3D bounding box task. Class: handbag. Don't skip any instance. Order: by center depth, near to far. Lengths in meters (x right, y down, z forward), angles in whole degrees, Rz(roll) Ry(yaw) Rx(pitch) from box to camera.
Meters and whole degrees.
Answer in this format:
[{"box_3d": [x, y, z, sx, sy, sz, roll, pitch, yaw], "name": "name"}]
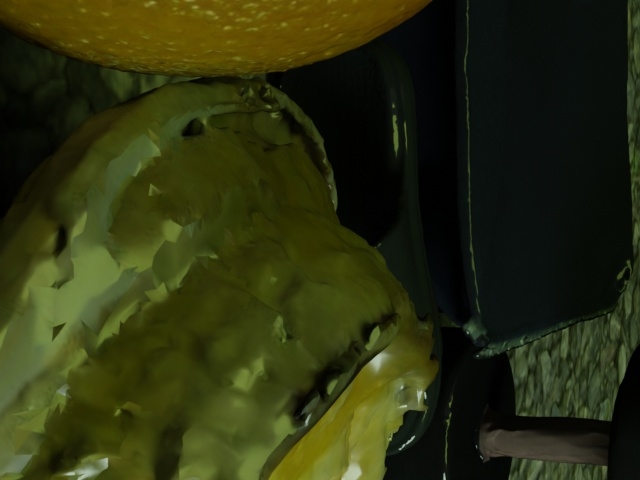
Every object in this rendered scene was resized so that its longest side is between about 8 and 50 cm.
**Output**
[{"box_3d": [0.114, -0.102, 1.024, 0.303, 0.122, 0.329, -8, 100, -60], "name": "handbag"}]

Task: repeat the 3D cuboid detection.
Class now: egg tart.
[{"box_3d": [-0.055, 0.100, 0.631, 0.345, 0.132, 0.345, -52, 157, -34], "name": "egg tart"}]

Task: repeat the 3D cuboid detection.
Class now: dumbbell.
[{"box_3d": [0.164, 0.138, 1.041, 0.152, 0.218, 0.152, 2, 90, -64], "name": "dumbbell"}]

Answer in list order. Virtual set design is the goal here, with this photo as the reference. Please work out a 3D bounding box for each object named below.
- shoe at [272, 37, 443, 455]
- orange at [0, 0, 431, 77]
[{"box_3d": [0.000, 0.000, 0.835, 0.093, 0.108, 0.241, 7, 79, -62], "name": "shoe"}, {"box_3d": [-0.042, -0.188, 0.559, 0.274, 0.274, 0.274, -11, 103, -62], "name": "orange"}]
